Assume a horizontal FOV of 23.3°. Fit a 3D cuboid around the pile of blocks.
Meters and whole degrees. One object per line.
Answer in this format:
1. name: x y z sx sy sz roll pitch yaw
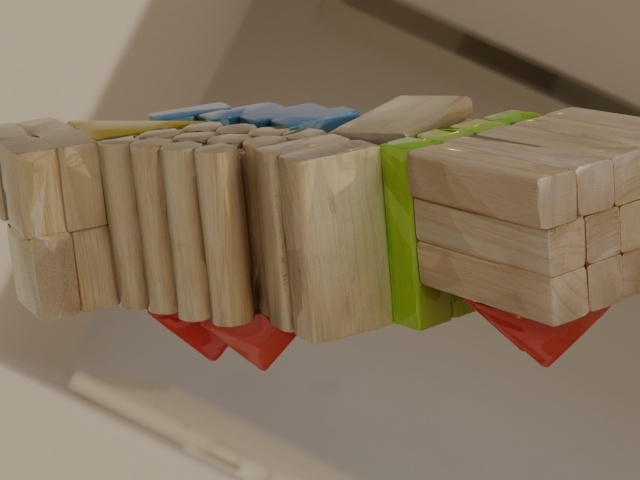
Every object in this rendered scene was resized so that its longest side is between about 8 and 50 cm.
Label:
1. pile of blocks: 0.000 0.000 0.733 0.149 0.362 0.113 -30 -60 -56
